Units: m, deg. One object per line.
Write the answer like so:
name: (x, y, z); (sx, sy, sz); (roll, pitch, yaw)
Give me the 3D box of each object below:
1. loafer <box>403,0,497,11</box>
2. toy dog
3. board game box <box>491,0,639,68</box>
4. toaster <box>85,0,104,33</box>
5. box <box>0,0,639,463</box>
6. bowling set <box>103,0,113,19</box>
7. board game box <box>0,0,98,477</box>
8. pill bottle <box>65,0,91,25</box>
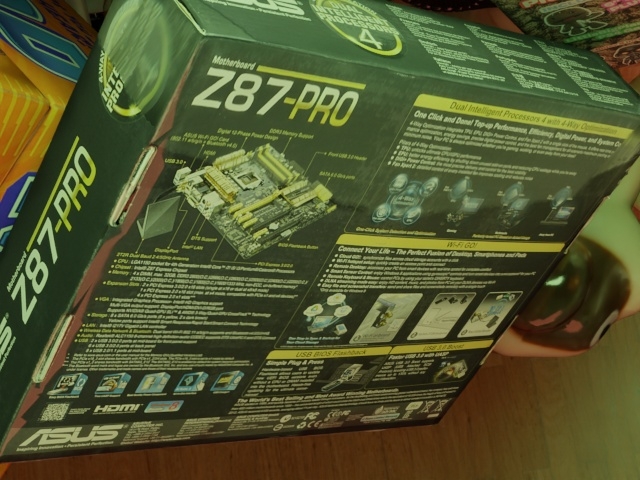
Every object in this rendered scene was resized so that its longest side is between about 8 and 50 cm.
loafer: (0.155, -0.267, 1.178); (0.220, 0.078, 0.080); (7, 161, 7)
toy dog: (0.219, -0.083, 1.273); (0.395, 0.408, 0.284); (-6, 167, -16)
board game box: (0.177, -0.266, 0.827); (0.141, 0.232, 0.291); (-14, 166, 23)
toaster: (-0.245, -0.164, 1.247); (0.227, 0.129, 0.146); (-7, 164, 3)
box: (0.000, 0.000, 0.811); (0.395, 0.097, 0.318); (2, 131, -40)
bowling set: (-0.149, -0.140, 1.106); (0.154, 0.200, 0.287); (-1, -151, 45)
board game box: (-0.364, -0.048, 0.817); (0.356, 0.356, 0.356); (-53, 152, 14)
pill bottle: (-0.325, -0.180, 1.118); (0.216, 0.121, 0.121); (-11, 167, 7)
